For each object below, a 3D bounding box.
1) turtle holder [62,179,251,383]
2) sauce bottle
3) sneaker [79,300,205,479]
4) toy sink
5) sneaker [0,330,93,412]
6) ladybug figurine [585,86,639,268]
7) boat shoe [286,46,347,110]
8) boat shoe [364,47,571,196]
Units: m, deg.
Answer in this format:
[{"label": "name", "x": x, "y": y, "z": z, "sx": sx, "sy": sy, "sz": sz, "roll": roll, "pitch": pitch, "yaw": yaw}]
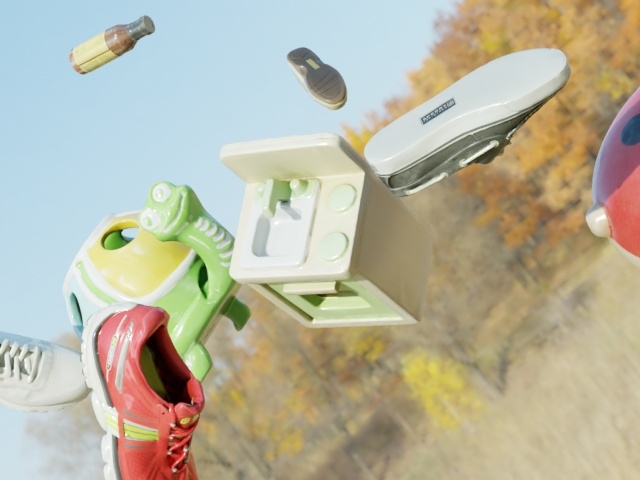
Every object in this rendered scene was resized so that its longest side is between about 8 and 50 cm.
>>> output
[{"label": "turtle holder", "x": -0.211, "y": 0.071, "z": 1.746, "sx": 0.243, "sy": 0.227, "sz": 0.320, "roll": -56, "pitch": -2, "yaw": -10}, {"label": "sauce bottle", "x": -0.275, "y": -0.261, "z": 1.784, "sx": 0.128, "sy": 0.042, "sz": 0.042, "roll": -20, "pitch": 2, "yaw": 26}, {"label": "sneaker", "x": -0.171, "y": 0.199, "z": 1.444, "sx": 0.118, "sy": 0.279, "sz": 0.107, "roll": -9, "pitch": 15, "yaw": 33}, {"label": "toy sink", "x": 0.000, "y": 0.000, "z": 1.454, "sx": 0.153, "sy": 0.131, "sz": 0.234, "roll": -4, "pitch": -27, "yaw": 30}, {"label": "sneaker", "x": -0.386, "y": 0.146, "z": 1.616, "sx": 0.095, "sy": 0.235, "sz": 0.090, "roll": 96, "pitch": -178, "yaw": -68}, {"label": "ladybug figurine", "x": 0.503, "y": -0.121, "z": 1.506, "sx": 0.449, "sy": 0.305, "sz": 0.162, "roll": -30, "pitch": -25, "yaw": 8}, {"label": "boat shoe", "x": 0.001, "y": -0.281, "z": 2.449, "sx": 0.068, "sy": 0.190, "sz": 0.072, "roll": -22, "pitch": -48, "yaw": -10}, {"label": "boat shoe", "x": 0.152, "y": -0.114, "z": 1.326, "sx": 0.219, "sy": 0.070, "sz": 0.078, "roll": -27, "pitch": 36, "yaw": 18}]
